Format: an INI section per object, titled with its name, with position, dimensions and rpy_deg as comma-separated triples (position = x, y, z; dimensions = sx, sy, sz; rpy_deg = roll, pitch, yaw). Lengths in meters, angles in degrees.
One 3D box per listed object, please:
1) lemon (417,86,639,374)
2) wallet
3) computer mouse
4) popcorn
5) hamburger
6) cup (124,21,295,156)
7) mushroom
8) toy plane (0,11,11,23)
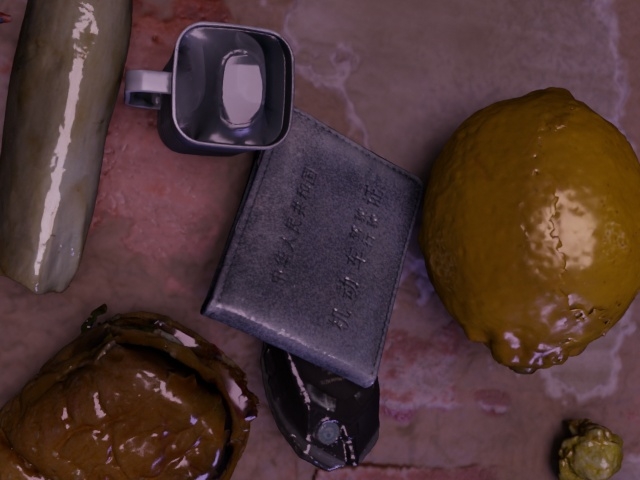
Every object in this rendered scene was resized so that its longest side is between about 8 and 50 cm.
[lemon]
position = 0.189, -0.011, 0.758
dimensions = 0.204, 0.204, 0.260
rpy_deg = 7, 83, -18
[wallet]
position = 0.001, -0.001, 0.739
dimensions = 0.167, 0.036, 0.222
rpy_deg = 28, 56, -17
[computer mouse]
position = -0.004, 0.106, 0.755
dimensions = 0.106, 0.062, 0.192
rpy_deg = -1, 76, -34
[popcorn]
position = 0.269, 0.221, 0.860
dimensions = 0.059, 0.068, 0.083
rpy_deg = 18, 116, -9
[hamburger]
position = -0.156, 0.161, 0.683
dimensions = 0.183, 0.130, 0.206
rpy_deg = 41, 81, -12
[cup]
position = -0.098, -0.118, 0.696
dimensions = 0.128, 0.129, 0.095
rpy_deg = 1, 89, -18
[mushroom]
position = -0.204, -0.116, 0.674
dimensions = 0.081, 0.100, 0.312
rpy_deg = 8, 91, -40
[toy plane]
position = -0.339, -0.184, 0.653
dimensions = 0.189, 0.061, 0.130
rpy_deg = 6, 88, -23
